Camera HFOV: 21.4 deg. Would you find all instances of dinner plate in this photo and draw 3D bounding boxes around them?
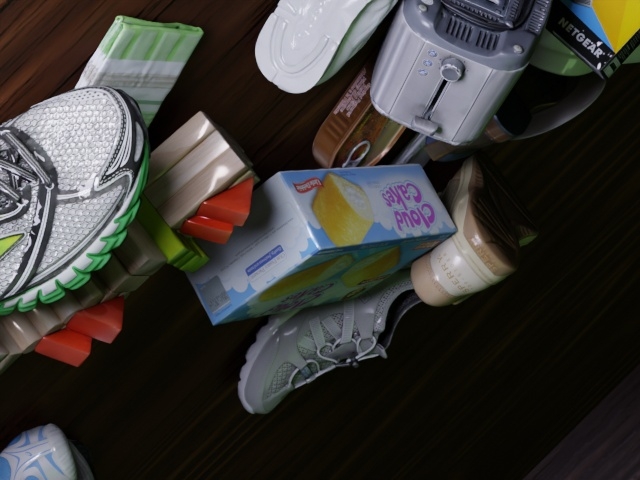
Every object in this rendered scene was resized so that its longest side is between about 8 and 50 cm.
[{"bbox_3d":[0.253,-0.159,1.903,0.141,0.141,0.017,-39,113,-15],"label":"dinner plate"}]

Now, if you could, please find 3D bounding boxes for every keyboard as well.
[{"bbox_3d":[0.171,-0.171,1.855,0.256,0.014,0.072,-49,163,12],"label":"keyboard"}]

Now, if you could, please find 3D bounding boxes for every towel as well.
[{"bbox_3d":[-0.166,-0.114,1.354,0.152,0.023,0.113,-56,158,20],"label":"towel"}]

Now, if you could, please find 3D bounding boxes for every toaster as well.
[{"bbox_3d":[0.127,-0.195,1.532,0.146,0.129,0.227,117,-6,-48],"label":"toaster"}]

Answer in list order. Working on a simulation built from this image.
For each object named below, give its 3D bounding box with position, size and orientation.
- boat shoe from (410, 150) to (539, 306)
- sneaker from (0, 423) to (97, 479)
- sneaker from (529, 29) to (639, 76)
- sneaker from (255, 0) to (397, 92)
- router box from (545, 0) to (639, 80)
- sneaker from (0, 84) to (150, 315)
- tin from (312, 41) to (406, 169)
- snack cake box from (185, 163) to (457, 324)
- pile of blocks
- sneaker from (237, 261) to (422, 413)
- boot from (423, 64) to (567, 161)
[{"bbox_3d":[0.165,-0.013,1.920,0.110,0.121,0.341,-37,-178,18],"label":"boat shoe"},{"bbox_3d":[-0.276,0.247,1.732,0.086,0.085,0.237,-19,157,-1],"label":"sneaker"},{"bbox_3d":[0.318,-0.260,1.829,0.290,0.106,0.123,-27,136,-56],"label":"sneaker"},{"bbox_3d":[0.037,-0.227,1.438,0.235,0.090,0.095,-47,168,23],"label":"sneaker"},{"bbox_3d":[0.248,-0.259,1.604,0.133,0.179,0.046,-48,160,6],"label":"router box"},{"bbox_3d":[-0.267,-0.004,1.212,0.343,0.134,0.146,-37,156,-16],"label":"sneaker"},{"bbox_3d":[0.063,-0.139,1.684,0.106,0.040,0.189,1,131,-56],"label":"tin"},{"bbox_3d":[0.000,0.000,1.696,0.152,0.089,0.264,-37,164,31],"label":"snack cake box"},{"bbox_3d":[-0.187,0.035,1.425,0.362,0.112,0.149,-34,165,-18],"label":"pile of blocks"},{"bbox_3d":[0.023,0.104,1.938,0.281,0.115,0.105,-45,158,0],"label":"sneaker"},{"bbox_3d":[0.190,-0.153,1.837,0.106,0.082,0.219,-25,-171,35],"label":"boot"}]
